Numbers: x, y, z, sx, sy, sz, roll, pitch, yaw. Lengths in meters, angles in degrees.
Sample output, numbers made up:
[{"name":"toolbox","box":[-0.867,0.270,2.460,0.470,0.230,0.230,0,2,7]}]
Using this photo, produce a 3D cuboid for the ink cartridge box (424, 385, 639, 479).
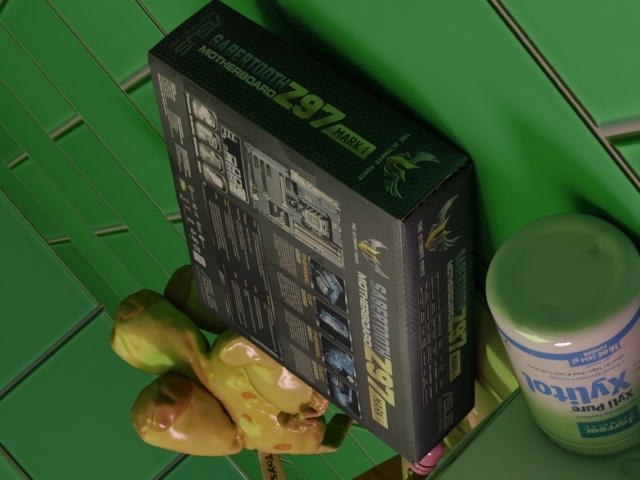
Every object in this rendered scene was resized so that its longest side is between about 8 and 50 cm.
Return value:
[{"name":"ink cartridge box","box":[0.149,0.236,0.903,0.207,0.117,0.283,26,137,29]}]

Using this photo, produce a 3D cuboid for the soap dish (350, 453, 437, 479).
[{"name":"soap dish","box":[0.143,0.274,1.238,0.229,0.118,0.291,40,175,-35]}]

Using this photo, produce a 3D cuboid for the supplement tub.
[{"name":"supplement tub","box":[0.119,0.043,0.818,0.071,0.071,0.107,39,165,38]}]

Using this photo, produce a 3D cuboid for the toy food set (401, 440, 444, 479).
[{"name":"toy food set","box":[0.084,0.163,1.172,0.122,0.019,0.078,17,117,54]}]

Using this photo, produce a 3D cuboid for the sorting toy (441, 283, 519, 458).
[{"name":"sorting toy","box":[0.093,0.087,1.130,0.307,0.041,0.229,49,163,-4]}]

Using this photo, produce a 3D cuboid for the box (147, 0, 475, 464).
[{"name":"box","box":[0.000,0.000,1.000,0.183,0.059,0.233,35,153,29]}]

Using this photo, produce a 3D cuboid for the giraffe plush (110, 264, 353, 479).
[{"name":"giraffe plush","box":[-0.039,0.087,1.344,0.210,0.181,0.170,57,148,11]}]
